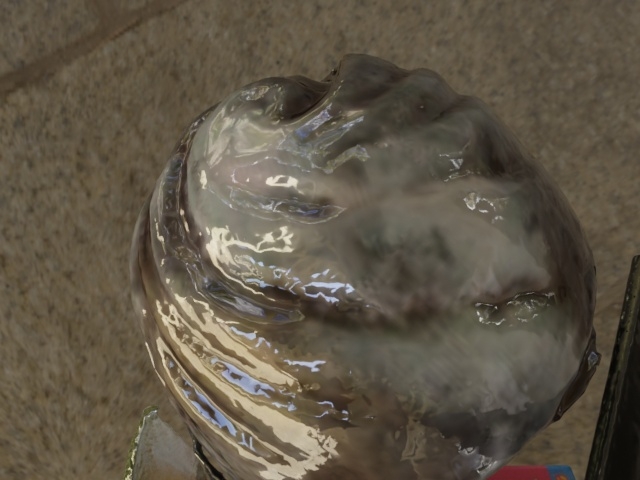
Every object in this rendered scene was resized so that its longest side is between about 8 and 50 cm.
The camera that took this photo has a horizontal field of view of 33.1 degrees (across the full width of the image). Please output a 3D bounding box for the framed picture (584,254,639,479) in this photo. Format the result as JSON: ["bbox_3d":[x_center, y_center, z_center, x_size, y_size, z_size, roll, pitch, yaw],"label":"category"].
[{"bbox_3d":[0.240,0.199,0.657,0.255,0.014,0.338,48,41,-18],"label":"framed picture"}]

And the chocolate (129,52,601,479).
[{"bbox_3d":[0.000,0.000,0.662,0.303,0.303,0.213,-50,133,-18],"label":"chocolate"}]

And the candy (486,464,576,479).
[{"bbox_3d":[0.161,0.337,1.193,0.306,0.100,0.157,6,50,-28],"label":"candy"}]

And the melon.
[{"bbox_3d":[-0.167,0.275,1.134,0.093,0.202,0.139,9,41,21],"label":"melon"}]
